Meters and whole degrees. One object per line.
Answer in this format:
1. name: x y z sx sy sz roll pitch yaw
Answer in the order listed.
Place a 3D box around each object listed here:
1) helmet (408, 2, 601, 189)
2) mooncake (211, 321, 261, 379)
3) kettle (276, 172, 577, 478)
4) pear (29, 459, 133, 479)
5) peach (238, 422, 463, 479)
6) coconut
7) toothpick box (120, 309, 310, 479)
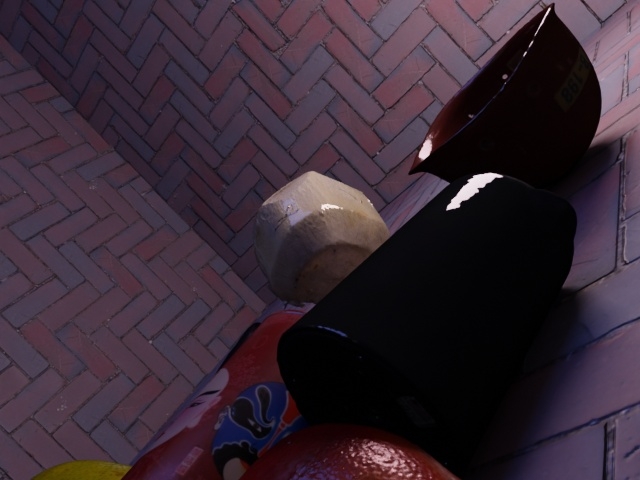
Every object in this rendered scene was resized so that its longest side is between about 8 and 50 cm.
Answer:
1. helmet: 0.351 -0.197 1.062 0.384 0.230 0.337 -56 7 -30
2. mooncake: -0.184 0.346 1.485 0.283 0.141 0.283 -53 3 4
3. kettle: 0.123 0.095 0.660 0.308 0.203 0.262 -42 -24 -35
4. pear: -0.324 0.436 0.789 0.294 0.294 0.294 -44 3 3
5. peach: 0.014 0.222 0.472 0.267 0.154 0.159 -43 2 32
6. coconut: 0.000 0.000 1.574 0.346 0.346 0.360 -43 38 14
7. toothpick box: -0.086 0.265 0.756 0.204 0.204 0.333 -41 5 44
